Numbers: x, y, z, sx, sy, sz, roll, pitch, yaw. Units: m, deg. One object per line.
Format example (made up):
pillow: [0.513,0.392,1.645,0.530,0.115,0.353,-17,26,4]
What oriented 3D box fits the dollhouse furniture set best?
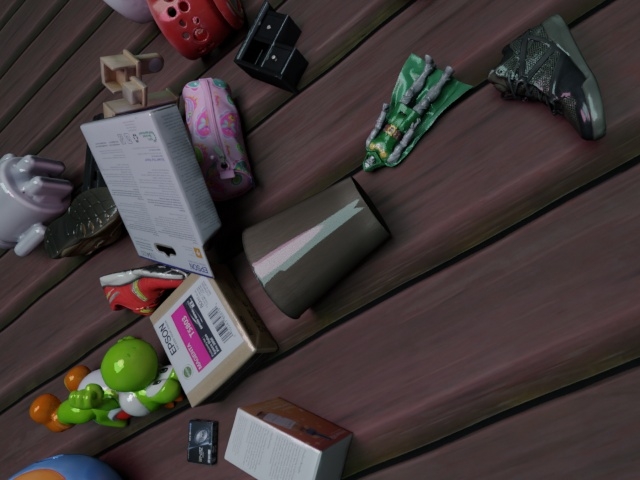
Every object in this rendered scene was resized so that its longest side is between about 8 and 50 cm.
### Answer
dollhouse furniture set: [-0.315,-0.210,0.941,0.355,0.174,0.303,41,137,17]

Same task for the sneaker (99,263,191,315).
sneaker: [-0.404,0.118,0.978,0.279,0.107,0.118,-10,94,29]

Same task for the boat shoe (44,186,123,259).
boat shoe: [-0.594,-0.042,1.078,0.324,0.120,0.122,-22,75,29]

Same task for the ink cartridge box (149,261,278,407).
ink cartridge box: [-0.231,0.193,0.862,0.193,0.088,0.234,-44,64,12]

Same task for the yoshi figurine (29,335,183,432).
yoshi figurine: [-0.469,0.306,0.908,0.362,0.203,0.203,-17,66,21]

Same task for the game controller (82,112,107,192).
game controller: [-0.595,-0.221,1.161,0.167,0.067,0.319,-5,78,12]

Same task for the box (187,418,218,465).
box: [-0.249,0.424,0.863,0.067,0.018,0.083,-6,77,27]

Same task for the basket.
basket: [0.000,0.000,0.750,0.227,0.154,0.204,-33,67,14]

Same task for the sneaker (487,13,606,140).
sneaker: [0.352,-0.237,0.649,0.130,0.087,0.227,-23,67,24]

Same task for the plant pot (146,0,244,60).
plant pot: [-0.294,-0.570,0.997,0.174,0.191,0.191,-23,70,14]

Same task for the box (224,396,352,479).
box: [-0.053,0.356,0.711,0.171,0.130,0.091,13,85,28]

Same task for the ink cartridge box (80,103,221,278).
ink cartridge box: [-0.346,-0.100,0.859,0.324,0.071,0.330,9,124,40]

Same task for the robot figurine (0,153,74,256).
robot figurine: [-0.892,-0.105,1.202,0.354,0.200,0.299,-31,75,18]

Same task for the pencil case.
pencil case: [-0.233,-0.232,0.928,0.124,0.124,0.284,-25,67,21]

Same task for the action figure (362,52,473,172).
action figure: [0.154,-0.224,0.765,0.137,0.063,0.232,40,102,25]

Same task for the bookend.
bookend: [-0.090,-0.436,0.925,0.157,0.072,0.156,32,95,28]

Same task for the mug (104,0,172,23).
mug: [-0.445,-0.733,1.021,0.328,0.276,0.374,-42,25,21]

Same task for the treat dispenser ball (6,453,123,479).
treat dispenser ball: [-0.542,0.594,0.828,0.288,0.288,0.288,-6,77,27]
